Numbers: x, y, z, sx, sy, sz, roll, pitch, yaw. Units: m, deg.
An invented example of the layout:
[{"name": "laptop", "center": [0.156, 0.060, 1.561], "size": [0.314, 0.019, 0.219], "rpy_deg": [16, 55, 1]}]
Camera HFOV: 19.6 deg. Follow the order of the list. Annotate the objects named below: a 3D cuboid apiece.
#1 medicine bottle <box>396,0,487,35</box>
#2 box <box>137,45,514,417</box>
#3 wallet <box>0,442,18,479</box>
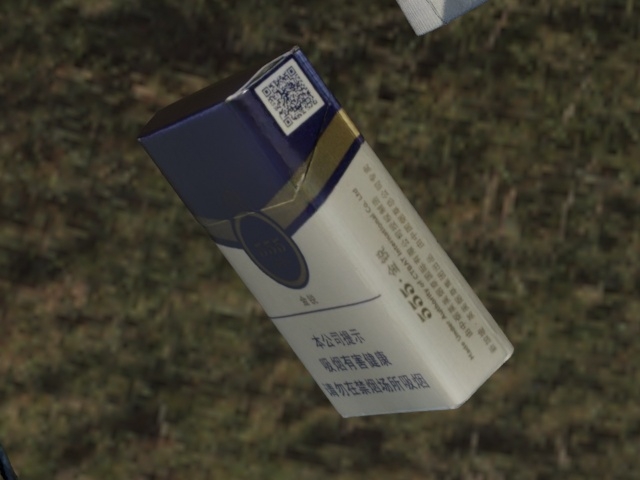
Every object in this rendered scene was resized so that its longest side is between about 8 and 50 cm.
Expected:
[{"name": "medicine bottle", "center": [0.097, -0.352, 1.947], "size": [0.144, 0.144, 0.252], "rpy_deg": [-27, 98, 46]}, {"name": "box", "center": [0.000, 0.000, 1.254], "size": [0.259, 0.071, 0.168], "rpy_deg": [52, 153, -12]}, {"name": "wallet", "center": [-0.344, 0.097, 0.986], "size": [0.342, 0.075, 0.237], "rpy_deg": [6, 147, 12]}]
